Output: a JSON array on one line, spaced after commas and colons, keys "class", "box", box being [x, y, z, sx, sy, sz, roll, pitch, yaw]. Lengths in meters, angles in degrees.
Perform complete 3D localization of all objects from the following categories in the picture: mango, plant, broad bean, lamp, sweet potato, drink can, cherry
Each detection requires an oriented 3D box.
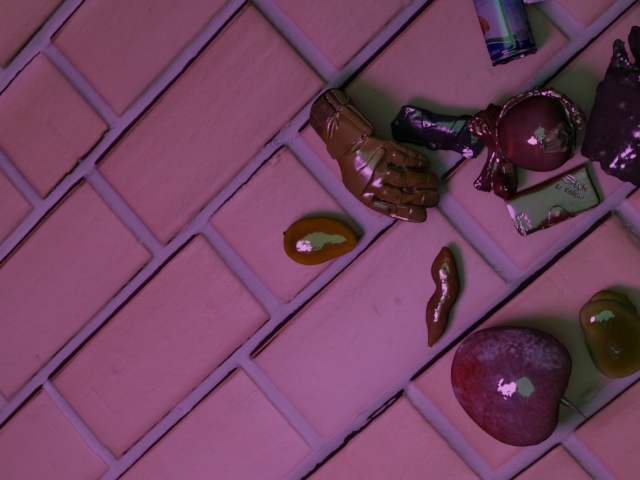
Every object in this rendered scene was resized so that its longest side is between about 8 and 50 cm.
[{"class": "mango", "box": [0.000, 0.000, 1.990, 0.161, 0.076, 0.103, -5, 89, 13]}, {"class": "plant", "box": [0.618, -0.244, 1.724, 0.199, 0.188, 0.276, 46, 125, 45]}, {"class": "broad bean", "box": [0.584, 0.184, 1.846, 0.124, 0.082, 0.174, -27, 98, 17]}, {"class": "lamp", "box": [0.416, -0.194, 1.830, 0.223, 0.151, 0.215, 1, 104, 47]}, {"class": "sweet potato", "box": [0.256, 0.121, 1.941, 0.065, 0.051, 0.218, 8, 98, 11]}, {"class": "drink can", "box": [0.352, -0.471, 1.836, 0.097, 0.097, 0.235, -17, 91, 16]}, {"class": "cherry", "box": [0.392, 0.286, 1.837, 0.285, 0.213, 0.236, 26, 93, 21]}]

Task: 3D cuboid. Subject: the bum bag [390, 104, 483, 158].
[{"class": "bum bag", "box": [0.243, -0.229, 1.916, 0.198, 0.049, 0.087, 13, 123, 14]}]

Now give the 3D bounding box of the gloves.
[{"class": "gloves", "box": [0.104, -0.165, 1.905, 0.331, 0.141, 0.154, 50, 121, 12]}]

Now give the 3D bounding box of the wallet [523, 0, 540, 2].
[{"class": "wallet", "box": [0.410, -0.561, 1.819, 0.033, 0.095, 0.190, -18, 89, 58]}]

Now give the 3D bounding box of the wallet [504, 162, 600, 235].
[{"class": "wallet", "box": [0.469, -0.079, 1.876, 0.176, 0.026, 0.095, -23, 91, 17]}]
